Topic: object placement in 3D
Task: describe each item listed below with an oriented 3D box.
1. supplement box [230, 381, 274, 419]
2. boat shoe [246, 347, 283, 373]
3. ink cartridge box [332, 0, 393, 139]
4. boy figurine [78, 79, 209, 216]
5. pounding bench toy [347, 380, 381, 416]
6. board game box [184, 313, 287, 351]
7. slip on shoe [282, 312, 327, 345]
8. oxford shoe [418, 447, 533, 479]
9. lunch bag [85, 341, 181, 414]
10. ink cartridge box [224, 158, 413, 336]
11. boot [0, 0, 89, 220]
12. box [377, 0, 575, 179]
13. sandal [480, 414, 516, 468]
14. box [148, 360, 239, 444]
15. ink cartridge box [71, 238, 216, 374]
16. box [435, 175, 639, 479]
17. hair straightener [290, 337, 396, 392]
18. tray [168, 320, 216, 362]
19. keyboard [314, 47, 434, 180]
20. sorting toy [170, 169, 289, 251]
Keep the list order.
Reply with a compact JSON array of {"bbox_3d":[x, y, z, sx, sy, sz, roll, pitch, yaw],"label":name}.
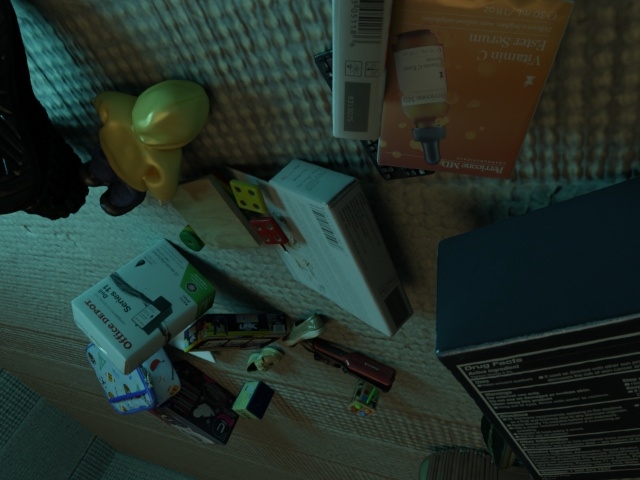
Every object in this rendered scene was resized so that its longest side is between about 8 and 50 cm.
[{"bbox_3d":[-0.184,0.434,1.382,0.056,0.083,0.083,45,141,-22],"label":"supplement box"},{"bbox_3d":[-0.133,0.288,1.204,0.050,0.045,0.135,37,143,-15],"label":"boat shoe"},{"bbox_3d":[0.037,-0.191,0.405,0.045,0.179,0.145,6,141,6],"label":"ink cartridge box"},{"bbox_3d":[-0.254,-0.138,0.712,0.285,0.092,0.177,-30,98,46],"label":"boy figurine"},{"bbox_3d":[0.103,0.341,1.109,0.052,0.065,0.083,28,144,-2],"label":"pounding bench toy"},{"bbox_3d":[-0.174,0.187,1.034,0.170,0.048,0.141,5,156,-32],"label":"board game box"},{"bbox_3d":[-0.038,0.177,1.013,0.135,0.051,0.041,-30,87,54],"label":"slip on shoe"},{"bbox_3d":[0.415,0.573,1.152,0.396,0.141,0.146,-6,141,39],"label":"oxford shoe"},{"bbox_3d":[-0.503,0.348,1.365,0.303,0.115,0.243,-25,90,46],"label":"lunch bag"},{"bbox_3d":[0.000,0.000,0.760,0.239,0.060,0.275,27,153,45],"label":"ink cartridge box"},{"bbox_3d":[-0.443,-0.195,0.719,0.131,0.348,0.260,-7,-174,-8],"label":"boot"},{"bbox_3d":[0.123,-0.151,0.449,0.130,0.091,0.170,7,140,8],"label":"box"},{"bbox_3d":[0.354,0.312,0.906,0.086,0.120,0.303,-8,141,-1],"label":"sandal"},{"bbox_3d":[-0.386,0.492,1.528,0.163,0.142,0.247,-20,124,45],"label":"box"},{"bbox_3d":[-0.324,0.119,0.944,0.153,0.208,0.087,42,145,9],"label":"ink cartridge box"},{"bbox_3d":[0.322,0.106,0.555,0.296,0.183,0.294,-20,126,29],"label":"box"},{"bbox_3d":[0.041,0.260,1.062,0.230,0.047,0.089,17,143,12],"label":"hair straightener"},{"bbox_3d":[-0.328,0.223,1.228,0.145,0.030,0.270,21,153,9],"label":"tray"},{"bbox_3d":[0.075,-0.141,0.568,0.108,0.023,0.180,-7,133,37],"label":"keyboard"},{"bbox_3d":[-0.153,-0.050,0.785,0.274,0.046,0.132,-4,131,45],"label":"sorting toy"}]
